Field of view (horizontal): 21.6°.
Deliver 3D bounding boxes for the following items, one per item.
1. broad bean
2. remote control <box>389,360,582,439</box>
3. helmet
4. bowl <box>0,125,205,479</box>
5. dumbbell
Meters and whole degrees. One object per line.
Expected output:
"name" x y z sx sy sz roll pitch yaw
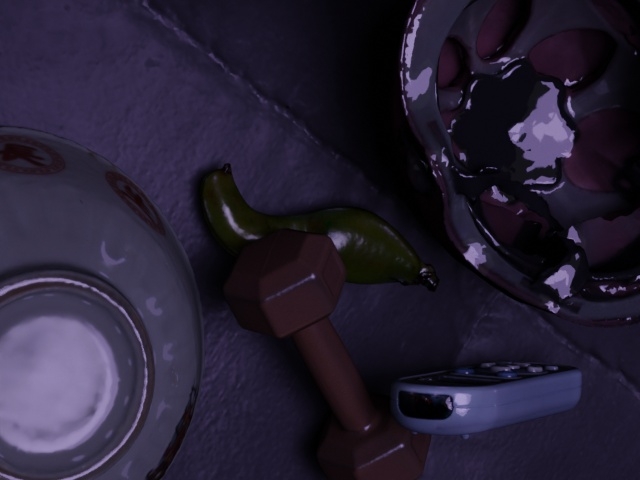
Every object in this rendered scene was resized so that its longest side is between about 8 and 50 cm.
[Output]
"broad bean" 0.000 0.000 1.321 0.213 0.048 0.070 20 86 -23
"remote control" 0.134 0.123 1.326 0.244 0.087 0.047 -1 96 -59
"helmet" 0.174 -0.098 1.316 0.271 0.197 0.338 -38 103 -11
"bowl" -0.211 0.087 1.166 0.337 0.157 0.337 -2 94 -25
"dumbbell" 0.009 0.098 1.289 0.231 0.082 0.092 63 30 -29
